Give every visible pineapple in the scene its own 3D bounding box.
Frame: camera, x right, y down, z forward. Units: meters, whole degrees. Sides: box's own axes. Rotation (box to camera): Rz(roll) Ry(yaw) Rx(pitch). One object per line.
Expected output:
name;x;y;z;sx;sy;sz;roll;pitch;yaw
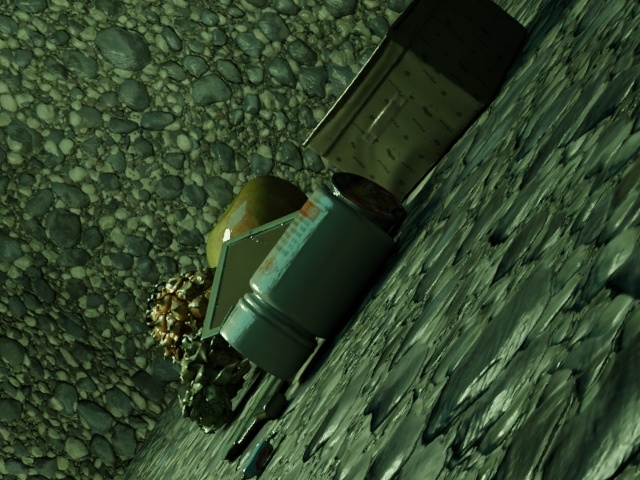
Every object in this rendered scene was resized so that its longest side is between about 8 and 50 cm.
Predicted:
pineapple;-0.199;0.224;2.237;0.262;0.262;0.272;-52;28;32

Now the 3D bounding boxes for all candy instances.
candy;-0.075;0.265;1.480;0.083;0.020;0.030;-57;3;-25

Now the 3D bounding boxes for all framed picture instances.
framed picture;-0.063;0.042;2.030;0.296;0.019;0.232;-21;39;29

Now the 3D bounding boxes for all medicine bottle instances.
medicine bottle;-0.019;0.063;1.693;0.252;0.144;0.144;-56;4;-1

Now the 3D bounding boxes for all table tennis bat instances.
table tennis bat;-0.088;0.252;1.782;0.173;0.022;0.301;-56;2;-14

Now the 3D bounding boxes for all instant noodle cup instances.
instant noodle cup;0.045;-0.016;1.845;0.136;0.127;0.127;-63;0;23

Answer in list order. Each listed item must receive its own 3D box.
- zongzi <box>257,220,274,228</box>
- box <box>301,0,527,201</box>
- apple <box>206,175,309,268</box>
zongzi;-0.109;0.077;2.184;0.288;0.134;0.286;2;52;54
box;0.150;-0.240;1.935;0.297;0.190;0.225;-48;7;48
apple;-0.103;0.006;2.496;0.257;0.234;0.257;-54;2;3
